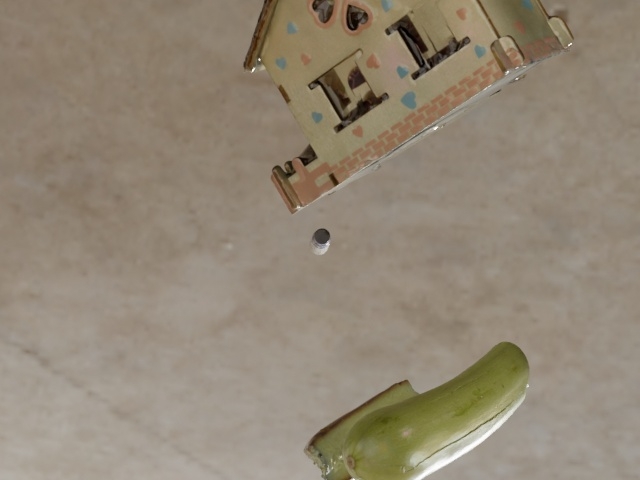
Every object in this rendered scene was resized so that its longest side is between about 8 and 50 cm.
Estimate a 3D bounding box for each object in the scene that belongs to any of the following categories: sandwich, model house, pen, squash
[{"bbox_3d":[0.055,0.274,1.965,0.258,0.094,0.096,-22,154,-50],"label":"sandwich"},{"bbox_3d":[0.056,-0.211,1.482,0.326,0.169,0.244,-32,89,33],"label":"model house"},{"bbox_3d":[0.000,0.000,1.779,0.025,0.025,0.204,9,176,-1],"label":"pen"},{"bbox_3d":[0.122,0.180,1.497,0.250,0.083,0.083,-25,174,-37],"label":"squash"}]
